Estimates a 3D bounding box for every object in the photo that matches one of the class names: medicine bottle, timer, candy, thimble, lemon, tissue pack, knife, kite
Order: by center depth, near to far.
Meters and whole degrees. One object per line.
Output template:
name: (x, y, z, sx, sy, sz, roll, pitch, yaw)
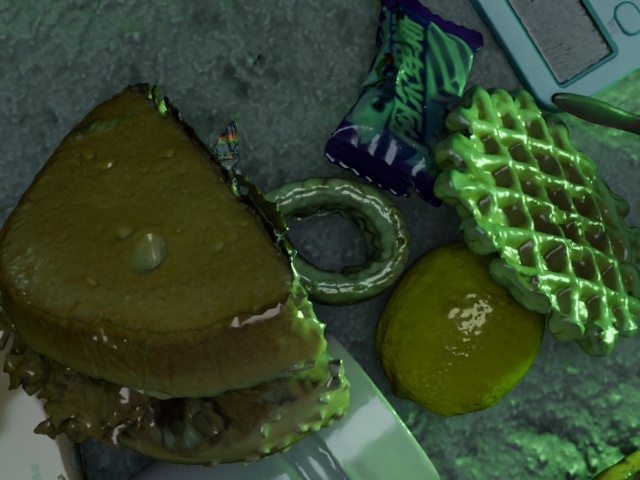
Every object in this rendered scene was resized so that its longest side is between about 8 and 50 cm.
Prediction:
medicine bottle: (-0.060, 0.272, 1.248, 0.325, 0.212, 0.212, -38, 91, -6)
tissue pack: (-0.366, 0.185, 1.271, 0.214, 0.123, 0.257, -13, 79, -5)
lemon: (0.152, 0.096, 1.288, 0.180, 0.180, 0.193, 37, 77, -2)
thimble: (0.000, 0.000, 1.296, 0.190, 0.143, 0.138, 12, 87, -4)
candy: (0.099, -0.171, 1.311, 0.145, 0.070, 0.275, 24, 59, -11)
kite: (-0.125, -0.085, 1.359, 0.122, 0.004, 0.090, -42, 92, -5)
timer: (0.311, -0.297, 1.363, 0.250, 0.091, 0.232, -33, 91, 1)
knife: (0.379, -0.137, 1.375, 0.247, 0.018, 0.035, 13, 118, -16)

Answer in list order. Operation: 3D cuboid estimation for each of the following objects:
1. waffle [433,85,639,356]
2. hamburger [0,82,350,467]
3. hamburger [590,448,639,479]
waffle: (0.245, -0.031, 1.282, 0.309, 0.292, 0.056, 45, 128, -8)
hamburger: (-0.173, 0.065, 1.145, 0.287, 0.445, 0.268, -29, 132, -10)
hamburger: (0.396, 0.369, 1.269, 0.314, 0.170, 0.290, -20, 97, -41)
